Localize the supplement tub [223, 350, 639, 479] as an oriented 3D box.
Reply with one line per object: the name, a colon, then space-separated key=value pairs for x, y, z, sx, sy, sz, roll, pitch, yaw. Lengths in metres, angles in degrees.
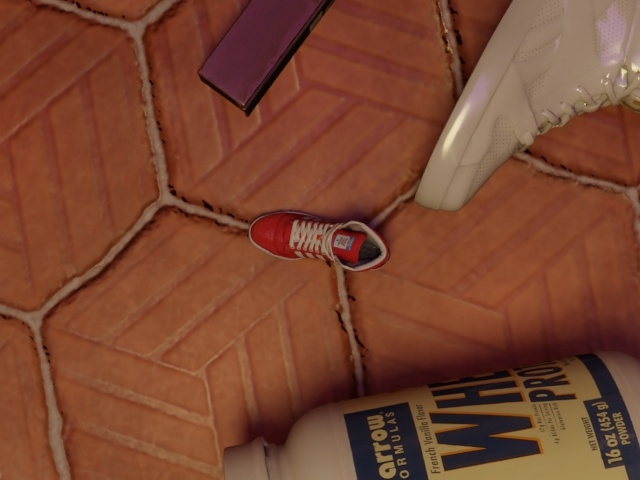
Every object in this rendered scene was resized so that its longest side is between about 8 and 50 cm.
supplement tub: x=0.104 y=0.223 z=1.094 sx=0.325 sy=0.235 sz=0.235 roll=-11 pitch=89 yaw=-2

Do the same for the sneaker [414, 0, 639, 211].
sneaker: x=0.209 y=-0.121 z=1.167 sx=0.169 sy=0.108 sz=0.292 roll=31 pitch=87 yaw=2

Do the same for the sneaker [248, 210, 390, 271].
sneaker: x=0.000 y=0.000 z=1.178 sx=0.118 sy=0.067 sz=0.042 roll=9 pitch=88 yaw=-1

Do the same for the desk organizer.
desk organizer: x=-0.042 y=-0.170 z=1.191 sx=0.050 sy=0.047 sz=0.130 roll=37 pitch=88 yaw=2
